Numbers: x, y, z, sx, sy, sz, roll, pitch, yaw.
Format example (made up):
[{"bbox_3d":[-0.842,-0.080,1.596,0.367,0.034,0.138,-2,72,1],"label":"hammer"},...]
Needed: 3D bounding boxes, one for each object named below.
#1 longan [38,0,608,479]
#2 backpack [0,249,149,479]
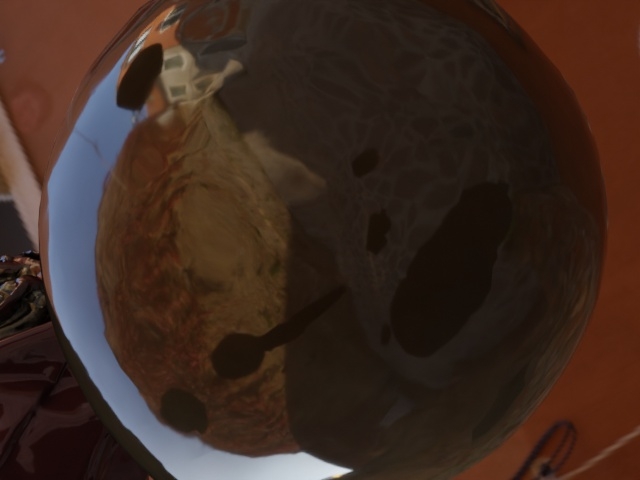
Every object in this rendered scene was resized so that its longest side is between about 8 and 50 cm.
[{"bbox_3d":[0.000,0.000,0.491,0.258,0.258,0.258,32,-140,-31],"label":"longan"},{"bbox_3d":[-0.223,0.154,0.719,0.197,0.283,0.317,34,-111,-40],"label":"backpack"}]
